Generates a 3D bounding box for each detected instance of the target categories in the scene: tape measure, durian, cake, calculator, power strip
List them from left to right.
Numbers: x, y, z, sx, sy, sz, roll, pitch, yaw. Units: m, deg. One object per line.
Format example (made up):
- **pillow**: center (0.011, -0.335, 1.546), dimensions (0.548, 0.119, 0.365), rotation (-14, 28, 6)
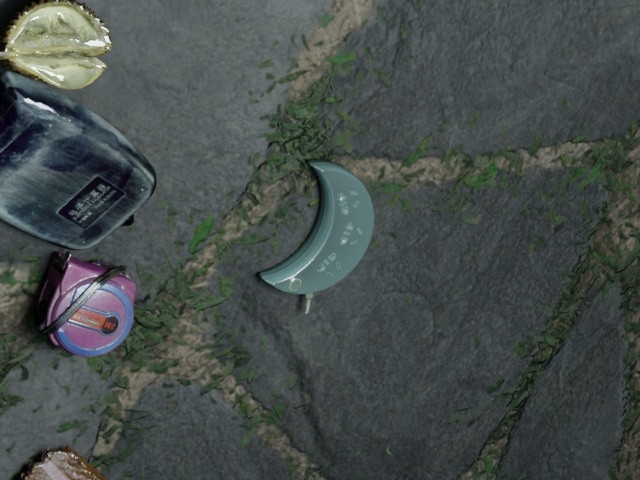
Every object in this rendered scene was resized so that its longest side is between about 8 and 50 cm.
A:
- **durian**: center (-0.308, -0.222, 1.474), dimensions (0.140, 0.071, 0.111), rotation (-11, 112, -15)
- **calculator**: center (-0.314, -0.081, 1.541), dimensions (0.177, 0.040, 0.268), rotation (-41, 136, 16)
- **tape measure**: center (-0.291, 0.080, 1.634), dimensions (0.118, 0.074, 0.125), rotation (22, 96, -34)
- **cake**: center (-0.299, 0.399, 1.774), dimensions (0.116, 0.113, 0.295), rotation (-42, 121, -8)
- **power strip**: center (0.000, 0.000, 1.780), dimensions (0.137, 0.044, 0.216), rotation (12, 106, -35)
